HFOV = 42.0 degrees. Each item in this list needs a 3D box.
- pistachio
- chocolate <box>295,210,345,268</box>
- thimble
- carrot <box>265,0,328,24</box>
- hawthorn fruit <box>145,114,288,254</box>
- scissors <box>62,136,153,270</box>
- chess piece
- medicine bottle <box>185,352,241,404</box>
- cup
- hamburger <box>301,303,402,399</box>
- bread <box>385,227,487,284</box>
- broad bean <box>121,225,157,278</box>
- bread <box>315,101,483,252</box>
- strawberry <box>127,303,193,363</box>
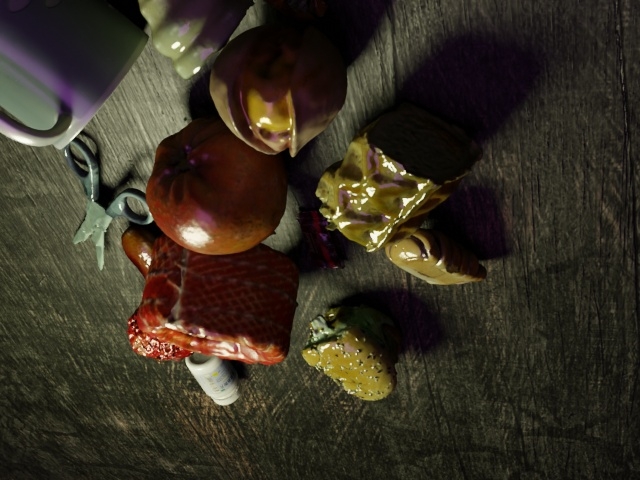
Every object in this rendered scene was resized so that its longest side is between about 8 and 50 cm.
[{"bbox_3d":[-0.066,-0.249,1.394,0.229,0.309,0.230,2,106,6],"label":"pistachio"},{"bbox_3d":[0.000,0.000,1.828,0.086,0.028,0.183,4,140,19],"label":"chocolate"},{"bbox_3d":[-0.210,0.129,1.814,0.349,0.231,0.350,9,163,3],"label":"thimble"},{"bbox_3d":[-0.092,-0.429,1.352,0.228,0.069,0.069,30,138,-15],"label":"carrot"},{"bbox_3d":[-0.179,-0.093,1.619,0.276,0.277,0.298,-18,140,34],"label":"hawthorn fruit"},{"bbox_3d":[-0.502,-0.053,1.897,0.256,0.029,0.383,38,141,4],"label":"scissors"},{"bbox_3d":[-0.281,-0.433,1.334,0.330,0.182,0.182,42,134,-20],"label":"chess piece"},{"bbox_3d":[-0.288,0.362,2.276,0.102,0.103,0.187,-3,135,21],"label":"medicine bottle"},{"bbox_3d":[-0.491,-0.308,1.397,0.274,0.357,0.259,39,126,-21],"label":"cup"},{"bbox_3d":[0.098,0.255,1.973,0.288,0.168,0.192,39,137,-24],"label":"hamburger"},{"bbox_3d":[0.238,0.034,1.716,0.134,0.081,0.225,-9,156,40],"label":"bread"},{"bbox_3d":[-0.405,0.034,1.961,0.114,0.084,0.165,-20,119,36],"label":"broad bean"},{"bbox_3d":[0.133,-0.114,1.528,0.238,0.196,0.252,23,142,-6],"label":"bread"},{"bbox_3d":[-0.377,0.208,2.085,0.186,0.184,0.201,33,116,-7],"label":"strawberry"}]
